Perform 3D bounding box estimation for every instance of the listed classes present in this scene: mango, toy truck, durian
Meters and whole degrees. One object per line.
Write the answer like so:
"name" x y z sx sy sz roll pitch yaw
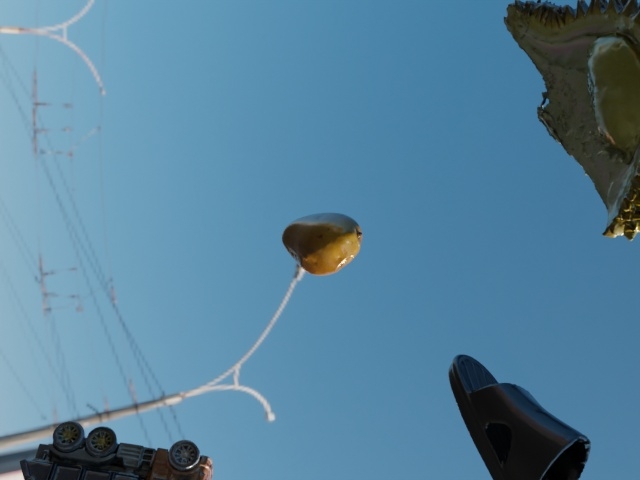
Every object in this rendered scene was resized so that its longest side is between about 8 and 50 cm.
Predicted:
"mango" 0.000 0.000 0.929 0.114 0.080 0.060 0 -53 47
"toy truck" -0.215 0.258 0.836 0.083 0.192 0.092 101 -2 -51
"durian" 0.293 -0.148 0.762 0.166 0.172 0.306 -45 -129 29

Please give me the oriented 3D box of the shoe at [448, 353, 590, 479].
"shoe" 0.124 0.125 0.419 0.053 0.062 0.159 -36 -123 27
